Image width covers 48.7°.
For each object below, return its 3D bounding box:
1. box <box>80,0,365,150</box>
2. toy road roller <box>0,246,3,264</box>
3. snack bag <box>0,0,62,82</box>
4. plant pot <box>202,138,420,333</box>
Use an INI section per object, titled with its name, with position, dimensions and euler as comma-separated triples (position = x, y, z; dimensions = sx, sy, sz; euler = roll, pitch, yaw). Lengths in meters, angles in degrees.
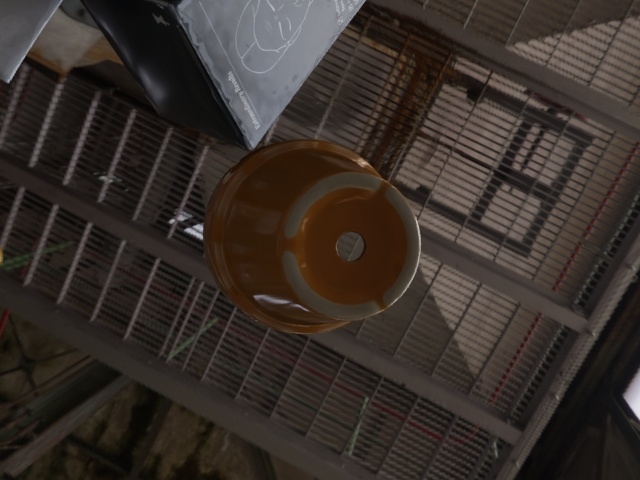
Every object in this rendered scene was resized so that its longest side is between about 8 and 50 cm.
[box]
position = -0.120, -0.392, 1.067
dimensions = 0.212, 0.293, 0.395
euler = 23, -112, 28
[toy road roller]
position = -0.613, 0.012, 1.034
dimensions = 0.241, 0.330, 0.202
euler = -18, -85, -30
[snack bag]
position = -0.512, -0.458, 1.031
dimensions = 0.323, 0.037, 0.342
euler = 36, -100, -35
[plant pot]
position = 0.000, 0.000, 0.685
dimensions = 0.205, 0.188, 0.205
euler = -1, -86, -16
